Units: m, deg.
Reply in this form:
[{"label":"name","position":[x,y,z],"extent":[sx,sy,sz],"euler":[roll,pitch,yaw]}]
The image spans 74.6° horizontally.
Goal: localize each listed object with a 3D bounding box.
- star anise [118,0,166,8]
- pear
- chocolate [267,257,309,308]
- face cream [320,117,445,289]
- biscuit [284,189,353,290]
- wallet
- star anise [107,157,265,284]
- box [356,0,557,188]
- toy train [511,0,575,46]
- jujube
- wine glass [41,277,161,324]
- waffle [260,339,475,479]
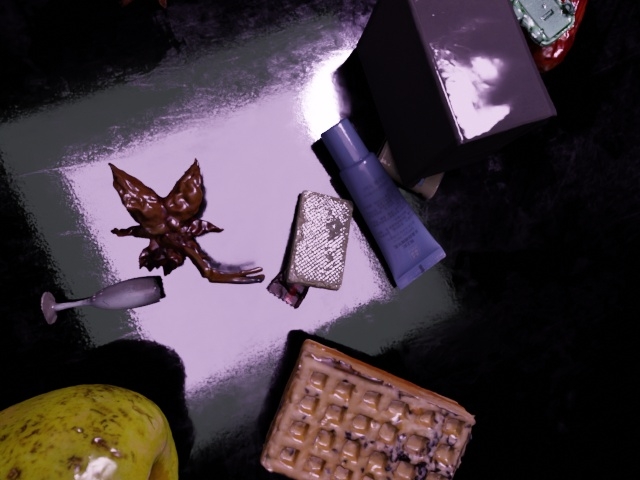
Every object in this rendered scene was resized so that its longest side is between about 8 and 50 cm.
[{"label":"star anise","position":[-0.313,-0.530,0.792],"extent":[0.158,0.144,0.141],"euler":[-4,99,-13]},{"label":"pear","position":[-0.422,0.425,0.660],"extent":[0.390,0.391,0.392],"euler":[0,90,-12]},{"label":"chocolate","position":[-0.035,0.052,0.904],"extent":[0.086,0.028,0.183],"euler":[35,83,-9]},{"label":"face cream","position":[0.130,-0.083,0.915],"extent":[0.135,0.086,0.385],"euler":[-35,102,-7]},{"label":"biscuit","position":[0.000,0.000,0.886],"extent":[0.121,0.040,0.200],"euler":[13,74,-16]},{"label":"wallet","position":[0.207,-0.177,0.951],"extent":[0.155,0.039,0.110],"euler":[27,86,-12]},{"label":"star anise","position":[-0.252,-0.020,0.799],"extent":[0.346,0.148,0.237],"euler":[38,85,0]},{"label":"box","position":[0.242,-0.317,0.826],"extent":[0.204,0.251,0.346],"euler":[-16,84,-12]},{"label":"toy train","position":[0.457,-0.483,0.883],"extent":[0.099,0.081,0.149],"euler":[-42,83,30]},{"label":"jujube","position":[0.519,-0.511,0.969],"extent":[0.155,0.155,0.230],"euler":[14,97,-12]},{"label":"wine glass","position":[-0.414,0.110,0.806],"extent":[0.197,0.066,0.066],"euler":[-10,92,-12]},{"label":"waffle","position":[0.091,0.393,0.854],"extent":[0.375,0.114,0.261],"euler":[23,86,0]}]
